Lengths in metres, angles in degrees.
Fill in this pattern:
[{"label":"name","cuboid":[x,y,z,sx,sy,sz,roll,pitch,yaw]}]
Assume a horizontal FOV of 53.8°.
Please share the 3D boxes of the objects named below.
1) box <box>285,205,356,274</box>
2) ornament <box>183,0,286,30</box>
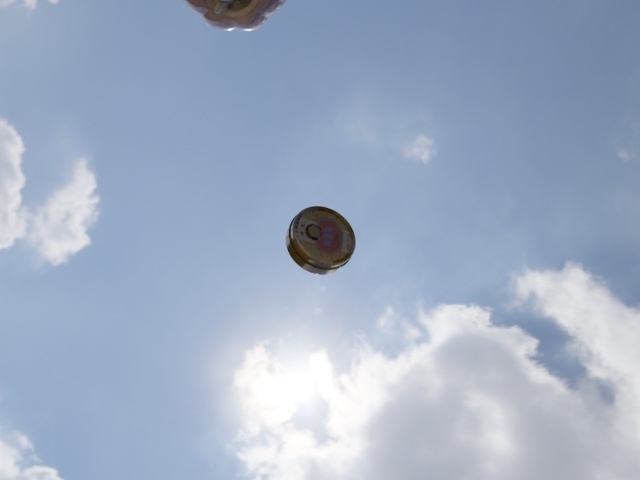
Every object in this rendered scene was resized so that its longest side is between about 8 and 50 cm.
[{"label":"box","cuboid":[0.000,0.000,0.950,0.037,0.106,0.105,-54,-132,52]},{"label":"ornament","cuboid":[-0.130,-0.401,0.947,0.178,0.178,0.177,-9,-105,39]}]
